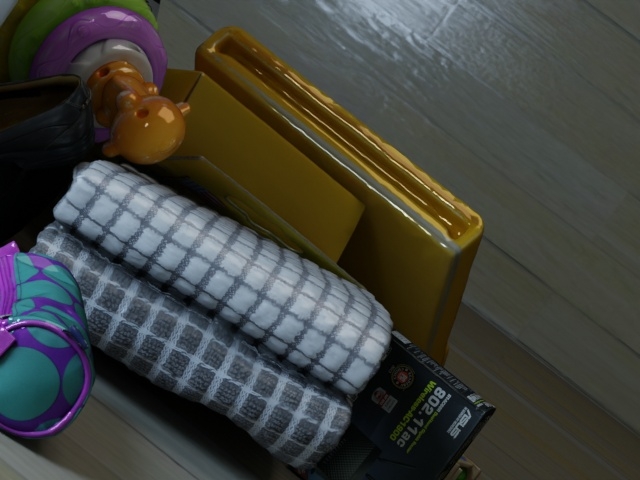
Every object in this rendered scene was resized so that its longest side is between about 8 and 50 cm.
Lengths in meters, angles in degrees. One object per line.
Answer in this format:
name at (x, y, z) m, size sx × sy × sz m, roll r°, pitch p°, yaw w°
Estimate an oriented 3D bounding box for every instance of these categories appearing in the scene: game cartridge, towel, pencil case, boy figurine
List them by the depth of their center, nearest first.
pencil case at (-0.158, 0.052, 1.041) m, size 0.070 × 0.064 × 0.152 m, roll 61°, pitch -2°, yaw -17°
towel at (-0.083, 0.044, 1.298) m, size 0.235 × 0.121 × 0.283 m, roll 29°, pitch 1°, yaw -4°
boy figurine at (-0.305, -0.124, 1.377) m, size 0.285 × 0.092 × 0.177 m, roll 38°, pitch -14°, yaw 26°
game cartridge at (0.000, 0.000, 1.660) m, size 0.285 × 0.052 × 0.324 m, roll 39°, pitch -27°, yaw 17°

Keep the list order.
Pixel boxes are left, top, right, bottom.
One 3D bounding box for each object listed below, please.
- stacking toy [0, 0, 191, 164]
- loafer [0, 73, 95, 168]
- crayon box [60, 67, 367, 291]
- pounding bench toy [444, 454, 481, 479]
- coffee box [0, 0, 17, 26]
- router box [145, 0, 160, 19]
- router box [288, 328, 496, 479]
stacking toy at (-0.172, -0.138, 1.386) m, size 0.302 × 0.175 × 0.166 m, roll 47°, pitch -19°, yaw 44°
loafer at (-0.230, -0.077, 1.237) m, size 0.061 × 0.170 × 0.062 m, roll 102°, pitch -31°, yaw -53°
crayon box at (-0.108, -0.055, 1.528) m, size 0.318 × 0.081 × 0.202 m, roll 12°, pitch -21°, yaw 49°
pounding bench toy at (0.096, 0.173, 1.524) m, size 0.052 × 0.083 × 0.065 m, roll 40°, pitch 7°, yaw 26°
coffee box at (-0.355, -0.283, 1.151) m, size 0.337 × 0.334 × 0.338 m, roll 33°, pitch 4°, yaw -38°
router box at (-0.330, -0.241, 1.746) m, size 0.243 × 0.081 × 0.309 m, roll 6°, pitch -11°, yaw 28°
router box at (0.049, 0.137, 1.333) m, size 0.092 × 0.122 × 0.038 m, roll 38°, pitch 11°, yaw 14°
